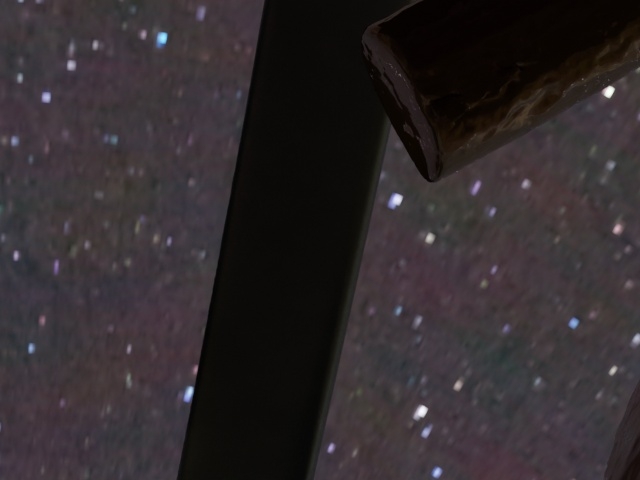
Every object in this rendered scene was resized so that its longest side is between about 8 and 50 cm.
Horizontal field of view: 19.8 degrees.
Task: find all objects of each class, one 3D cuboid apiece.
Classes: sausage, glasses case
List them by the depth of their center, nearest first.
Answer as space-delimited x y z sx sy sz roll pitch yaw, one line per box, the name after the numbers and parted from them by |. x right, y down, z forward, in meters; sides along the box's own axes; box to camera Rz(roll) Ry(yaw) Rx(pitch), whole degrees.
0.149 -0.121 0.641 0.301 0.066 0.066 -31 -110 -8 | sausage
0.000 0.000 0.809 0.056 0.266 0.105 20 -155 18 | glasses case

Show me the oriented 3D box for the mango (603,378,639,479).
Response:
0.167 0.034 0.382 0.201 0.199 0.350 23 -160 28 | mango
